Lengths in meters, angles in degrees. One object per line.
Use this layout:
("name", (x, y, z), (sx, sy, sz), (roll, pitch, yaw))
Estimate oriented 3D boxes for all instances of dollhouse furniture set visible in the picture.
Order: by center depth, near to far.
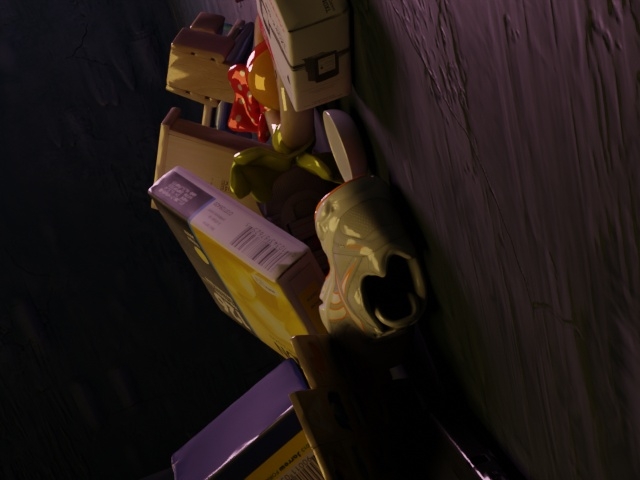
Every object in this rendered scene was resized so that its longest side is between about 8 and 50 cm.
("dollhouse furniture set", (-0.076, -0.189, 1.838), (0.303, 0.198, 0.286), (-67, -8, -52))

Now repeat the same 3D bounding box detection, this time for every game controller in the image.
("game controller", (0.148, 0.267, 1.248), (0.319, 0.067, 0.166), (-130, 29, -73))

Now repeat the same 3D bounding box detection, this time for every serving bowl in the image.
("serving bowl", (0.030, -0.096, 1.372), (0.083, 0.027, 0.083), (160, 90, -84))

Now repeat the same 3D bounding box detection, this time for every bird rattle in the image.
("bird rattle", (-0.035, -0.165, 1.510), (0.253, 0.143, 0.207), (-98, 7, -47))

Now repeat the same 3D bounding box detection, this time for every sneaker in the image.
("sneaker", (0.058, 0.063, 1.339), (0.262, 0.099, 0.121), (76, 167, -49))
("sneaker", (0.000, 0.000, 1.657), (0.111, 0.103, 0.252), (53, 169, 55))

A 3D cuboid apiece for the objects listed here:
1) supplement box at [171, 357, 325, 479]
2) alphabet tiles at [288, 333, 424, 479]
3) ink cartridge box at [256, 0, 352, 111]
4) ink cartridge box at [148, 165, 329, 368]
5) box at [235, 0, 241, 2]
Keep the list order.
("supplement box", (0.015, 0.343, 1.552), (0.356, 0.195, 0.194), (50, 180, -10))
("alphabet tiles", (0.069, 0.229, 1.419), (0.285, 0.011, 0.342), (67, -161, 12))
("ink cartridge box", (-0.017, -0.208, 1.269), (0.150, 0.063, 0.109), (85, 164, -67))
("ink cartridge box", (-0.055, 0.079, 1.649), (0.303, 0.072, 0.307), (30, 154, 49))
("box", (-0.099, -0.395, 1.419), (0.293, 0.057, 0.201), (105, 146, -79))
